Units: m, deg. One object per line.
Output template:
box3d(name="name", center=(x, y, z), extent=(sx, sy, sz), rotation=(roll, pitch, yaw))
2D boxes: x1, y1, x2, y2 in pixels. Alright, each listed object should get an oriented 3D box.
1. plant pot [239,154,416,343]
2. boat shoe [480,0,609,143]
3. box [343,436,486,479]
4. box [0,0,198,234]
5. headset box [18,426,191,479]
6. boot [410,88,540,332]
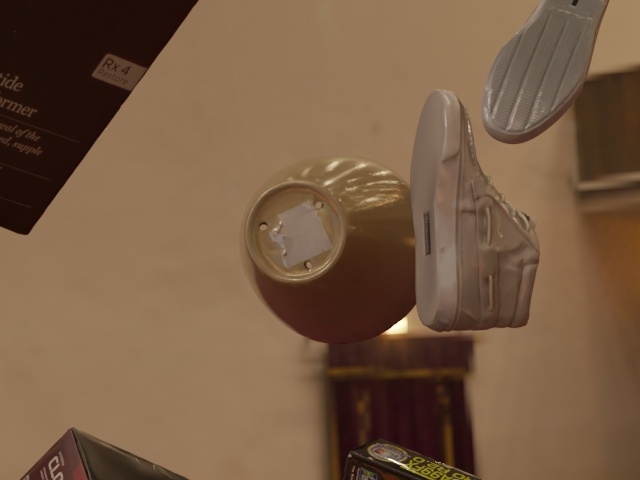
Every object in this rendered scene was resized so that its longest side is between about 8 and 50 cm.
box3d(name="plant pot", center=(0.000, 0.000, 2.359), extent=(0.256, 0.256, 0.274), rotation=(-4, -6, 11))
box3d(name="boat shoe", center=(0.283, -0.226, 2.227), extent=(0.109, 0.302, 0.094), rotation=(25, -25, 14))
box3d(name="box", center=(0.112, 0.364, 1.902), extent=(0.216, 0.270, 0.060), rotation=(20, 22, 28))
box3d(name="box", center=(-0.204, -0.200, 1.340), extent=(0.191, 0.143, 0.381), rotation=(19, -64, -43))
box3d(name="headset box", center=(-0.180, 0.291, 1.464), extent=(0.293, 0.110, 0.218), rotation=(-45, -49, 15))
box3d(name="boot", center=(0.169, -0.030, 1.977), extent=(0.123, 0.258, 0.095), rotation=(2, -3, -19))
